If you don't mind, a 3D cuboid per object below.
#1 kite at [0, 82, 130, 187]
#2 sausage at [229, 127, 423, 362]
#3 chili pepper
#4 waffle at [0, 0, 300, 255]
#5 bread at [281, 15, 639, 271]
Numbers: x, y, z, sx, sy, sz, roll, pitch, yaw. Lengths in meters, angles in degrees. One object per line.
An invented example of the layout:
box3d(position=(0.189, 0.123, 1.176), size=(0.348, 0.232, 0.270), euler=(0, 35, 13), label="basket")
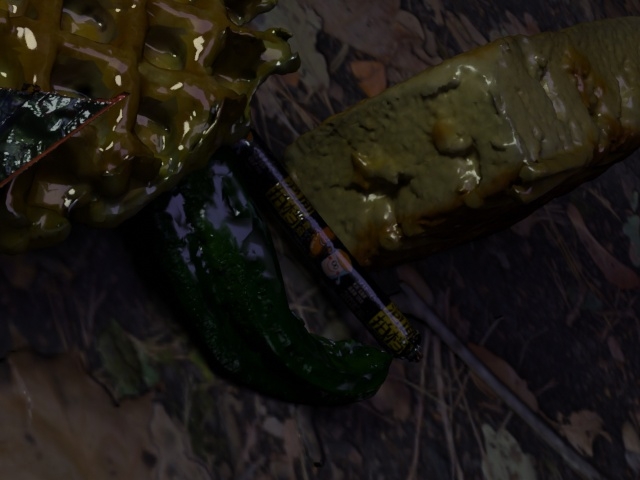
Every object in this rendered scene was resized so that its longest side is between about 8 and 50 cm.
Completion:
box3d(position=(-0.213, -0.054, 0.769), size=(0.232, 0.009, 0.189), euler=(10, 86, -9), label="kite")
box3d(position=(0.000, 0.000, 1.023), size=(0.198, 0.028, 0.025), euler=(52, 15, 4), label="sausage")
box3d(position=(-0.056, -0.010, 0.955), size=(0.278, 0.065, 0.122), euler=(59, 23, -3), label="chili pepper")
box3d(position=(-0.165, -0.151, 0.879), size=(0.325, 0.068, 0.302), euler=(-35, 87, -42), label="waffle")
box3d(position=(0.126, -0.068, 1.108), size=(0.275, 0.185, 0.114), euler=(-21, 87, -54), label="bread")
